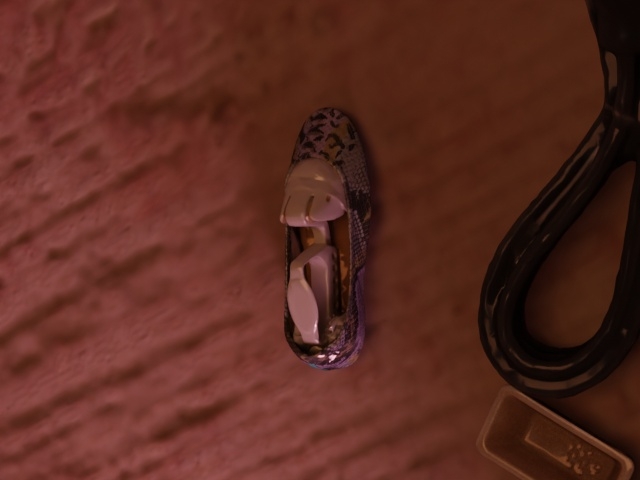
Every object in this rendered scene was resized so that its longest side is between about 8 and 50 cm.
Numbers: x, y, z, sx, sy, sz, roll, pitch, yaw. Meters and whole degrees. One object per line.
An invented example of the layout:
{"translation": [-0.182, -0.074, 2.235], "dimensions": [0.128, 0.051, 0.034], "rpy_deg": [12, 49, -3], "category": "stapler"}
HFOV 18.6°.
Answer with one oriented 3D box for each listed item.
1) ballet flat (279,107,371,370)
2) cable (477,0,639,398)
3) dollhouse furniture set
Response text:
{"translation": [0.000, 0.000, 0.839], "dimensions": [0.041, 0.041, 0.114], "rpy_deg": [0, 94, 32], "category": "ballet flat"}
{"translation": [0.135, -0.076, 0.759], "dimensions": [0.139, 0.072, 0.287], "rpy_deg": [7, 110, 14], "category": "cable"}
{"translation": [0.094, 0.118, 0.766], "dimensions": [0.114, 0.081, 0.091], "rpy_deg": [31, 109, 26], "category": "dollhouse furniture set"}
